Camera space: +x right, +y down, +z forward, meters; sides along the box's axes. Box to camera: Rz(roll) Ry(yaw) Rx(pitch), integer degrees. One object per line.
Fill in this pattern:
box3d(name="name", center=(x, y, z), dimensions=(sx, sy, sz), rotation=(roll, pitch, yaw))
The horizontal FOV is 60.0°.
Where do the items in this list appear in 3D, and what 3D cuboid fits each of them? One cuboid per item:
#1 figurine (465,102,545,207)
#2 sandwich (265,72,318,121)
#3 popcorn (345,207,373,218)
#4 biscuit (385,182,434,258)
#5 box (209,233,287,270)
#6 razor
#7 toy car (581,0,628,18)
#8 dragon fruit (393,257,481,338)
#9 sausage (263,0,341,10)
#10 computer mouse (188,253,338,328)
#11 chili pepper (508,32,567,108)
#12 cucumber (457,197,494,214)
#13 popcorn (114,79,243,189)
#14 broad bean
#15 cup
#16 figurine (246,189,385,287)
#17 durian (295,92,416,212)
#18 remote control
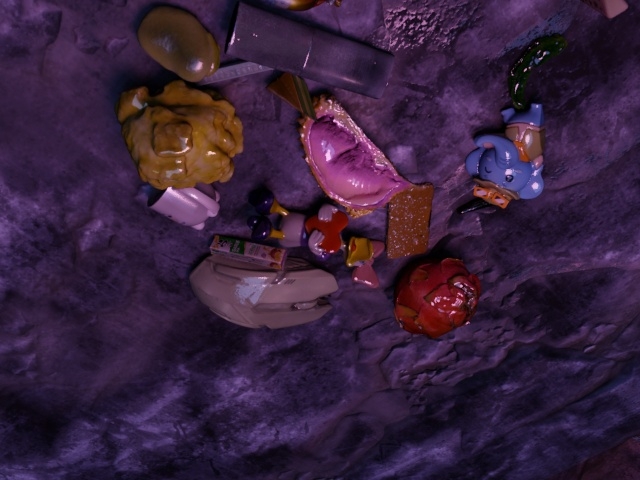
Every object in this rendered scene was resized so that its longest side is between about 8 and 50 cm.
box3d(name="figurine", center=(0.467, -0.215, 1.394), dimensions=(0.179, 0.154, 0.262), rotation=(2, 110, 2))
box3d(name="sandwich", center=(-0.064, -0.305, 1.242), dimensions=(0.074, 0.117, 0.074), rotation=(-26, 159, 25))
box3d(name="popcorn", center=(0.106, -0.091, 1.470), dimensions=(0.082, 0.083, 0.057), rotation=(-30, 98, -24))
box3d(name="biscuit", center=(0.245, -0.052, 1.537), dimensions=(0.131, 0.025, 0.231), rotation=(-8, 126, -11))
box3d(name="box", center=(-0.194, 0.032, 1.491), dimensions=(0.207, 0.050, 0.041), rotation=(12, 145, 8))
box3d(name="razor", center=(-0.146, -0.388, 1.224), dimensions=(0.277, 0.056, 0.111), rotation=(-15, 129, 3))
box3d(name="toy car", center=(0.500, -0.617, 1.027), dimensions=(0.336, 0.242, 0.226), rotation=(26, 122, -26))
box3d(name="dragon fruit", center=(0.325, 0.160, 1.586), dimensions=(0.250, 0.250, 0.315), rotation=(-14, 170, 4))
box3d(name="sausage", center=(-0.096, -0.533, 1.085), dimensions=(0.317, 0.117, 0.125), rotation=(14, 138, -19))
box3d(name="computer mouse", center=(-0.160, 0.152, 1.575), dimensions=(0.428, 0.145, 0.228), rotation=(8, 123, -14))
box3d(name="chili pepper", center=(0.493, -0.401, 1.294), dimensions=(0.073, 0.050, 0.182), rotation=(24, 116, -15))
box3d(name="cucumber", center=(0.442, -0.102, 1.529), dimensions=(0.134, 0.033, 0.034), rotation=(-13, 89, 3))
box3d(name="popcorn", center=(-0.301, -0.232, 1.218), dimensions=(0.235, 0.242, 0.250), rotation=(-19, 172, 43))
box3d(name="broad bean", center=(-0.293, -0.410, 1.162), dimensions=(0.174, 0.082, 0.124), rotation=(41, 96, -22))
box3d(name="cup", center=(-0.315, -0.111, 1.352), dimensions=(0.142, 0.134, 0.173), rotation=(34, 137, -29))
box3d(name="figurine", center=(-0.003, -0.003, 1.469), dimensions=(0.420, 0.154, 0.193), rotation=(19, 159, -15))
box3d(name="durian", center=(0.061, -0.207, 1.361), dimensions=(0.191, 0.112, 0.341), rotation=(-35, 115, 29))
box3d(name="remote control", center=(-0.014, -0.400, 1.190), dimensions=(0.377, 0.044, 0.107), rotation=(8, 109, -28))
